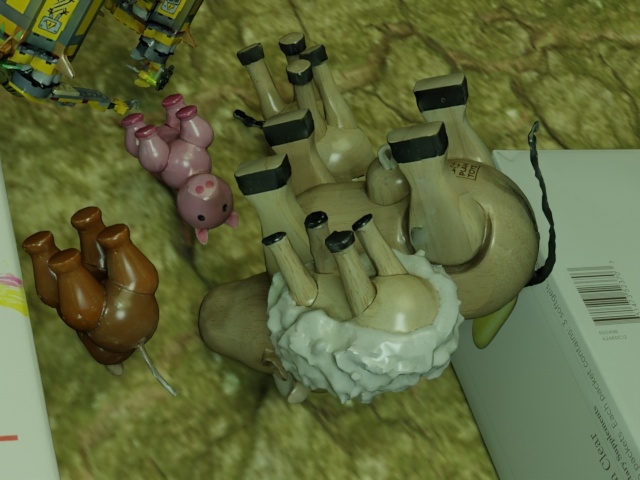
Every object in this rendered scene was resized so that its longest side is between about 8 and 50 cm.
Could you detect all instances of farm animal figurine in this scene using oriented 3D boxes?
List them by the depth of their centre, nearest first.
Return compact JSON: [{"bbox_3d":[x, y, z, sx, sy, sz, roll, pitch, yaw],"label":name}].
[{"bbox_3d":[0.000,0.000,0.844,0.327,0.172,0.330,-1,31,36],"label":"farm animal figurine"}]

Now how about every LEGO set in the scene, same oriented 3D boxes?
[{"bbox_3d":[-0.227,-0.148,0.876,0.255,0.192,0.331,31,17,-4],"label":"LEGO set"}]

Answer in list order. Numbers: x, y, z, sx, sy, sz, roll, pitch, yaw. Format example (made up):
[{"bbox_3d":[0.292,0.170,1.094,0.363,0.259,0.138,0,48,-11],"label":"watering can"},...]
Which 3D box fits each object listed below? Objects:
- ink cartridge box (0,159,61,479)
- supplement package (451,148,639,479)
[{"bbox_3d":[-0.259,0.090,0.702,0.207,0.119,0.353,-1,49,-24],"label":"ink cartridge box"},{"bbox_3d":[0.217,0.081,0.882,0.204,0.145,0.262,-2,50,-24],"label":"supplement package"}]
